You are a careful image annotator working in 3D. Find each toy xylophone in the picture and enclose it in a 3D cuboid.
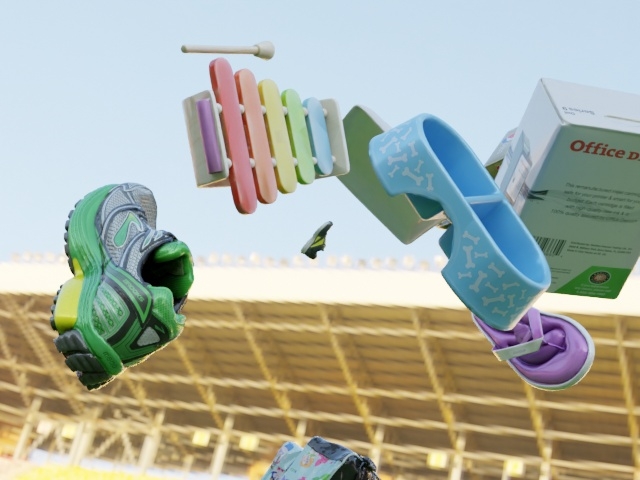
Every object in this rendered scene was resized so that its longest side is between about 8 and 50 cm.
[{"bbox_3d":[-0.086,-0.166,1.496,0.081,0.236,0.322,-11,6,33],"label":"toy xylophone"}]

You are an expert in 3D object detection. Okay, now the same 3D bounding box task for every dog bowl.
[{"bbox_3d":[0.177,-0.033,1.355,0.074,0.297,0.166,-40,-16,27],"label":"dog bowl"}]

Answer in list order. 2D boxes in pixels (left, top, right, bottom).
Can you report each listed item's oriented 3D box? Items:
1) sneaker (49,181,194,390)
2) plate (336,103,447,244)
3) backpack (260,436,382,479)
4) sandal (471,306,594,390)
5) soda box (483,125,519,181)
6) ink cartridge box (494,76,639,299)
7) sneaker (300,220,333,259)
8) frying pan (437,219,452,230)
[{"bbox_3d":[-0.208,0.035,1.267,0.146,0.343,0.134,-22,-57,6],"label":"sneaker"},{"bbox_3d":[0.132,-0.131,2.136,0.278,0.045,0.277,45,-24,-2],"label":"plate"},{"bbox_3d":[-0.015,0.481,1.855,0.191,0.253,0.225,10,-30,39],"label":"backpack"},{"bbox_3d":[0.439,0.209,2.424,0.102,0.169,0.416,23,5,-29],"label":"sandal"},{"bbox_3d":[0.369,-0.160,2.083,0.058,0.181,0.061,-25,-76,35],"label":"soda box"},{"bbox_3d":[0.364,-0.067,1.535,0.211,0.121,0.289,7,-51,-15],"label":"ink cartridge box"},{"bbox_3d":[0.000,0.000,2.029,0.035,0.083,0.031,41,15,3],"label":"sneaker"},{"bbox_3d":[0.351,-0.090,2.272,0.053,0.197,0.326,54,-29,-17],"label":"frying pan"}]
